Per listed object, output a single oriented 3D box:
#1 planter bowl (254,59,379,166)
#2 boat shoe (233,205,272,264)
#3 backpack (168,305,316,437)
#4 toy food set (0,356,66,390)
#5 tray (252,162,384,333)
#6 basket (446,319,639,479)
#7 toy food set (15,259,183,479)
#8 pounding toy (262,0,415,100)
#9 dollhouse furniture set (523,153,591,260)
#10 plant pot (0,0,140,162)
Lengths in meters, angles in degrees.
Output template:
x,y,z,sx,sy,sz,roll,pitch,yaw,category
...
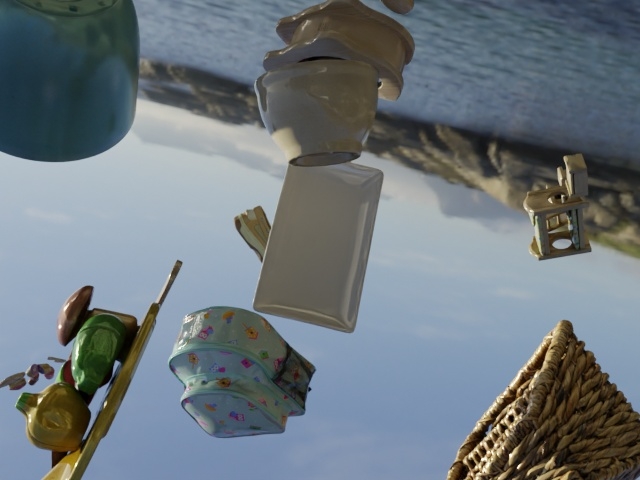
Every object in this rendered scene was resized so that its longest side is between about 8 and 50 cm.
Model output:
x,y,z,sx,sy,sz,roll,pitch,yaw,category
-0.001,-0.155,1.161,0.162,0.109,0.162,-5,175,0,planter bowl
-0.080,0.014,1.666,0.190,0.072,0.068,53,-170,-35,boat shoe
-0.119,0.183,1.256,0.165,0.188,0.144,-10,-142,31,backpack
-0.535,0.255,1.683,0.122,0.019,0.078,-29,160,10,toy food set
0.000,0.000,1.300,0.145,0.270,0.030,13,152,-1,tray
0.257,0.289,1.207,0.213,0.299,0.223,-10,-126,-34,basket
-0.181,0.097,0.692,0.071,0.128,0.218,26,-154,-9,toy food set
0.053,-0.296,1.299,0.154,0.155,0.269,34,153,-34,pounding toy
0.390,-0.089,1.542,0.101,0.182,0.161,-10,-140,9,dollhouse furniture set
-0.405,-0.304,1.361,0.293,0.235,0.293,12,-133,-14,plant pot
